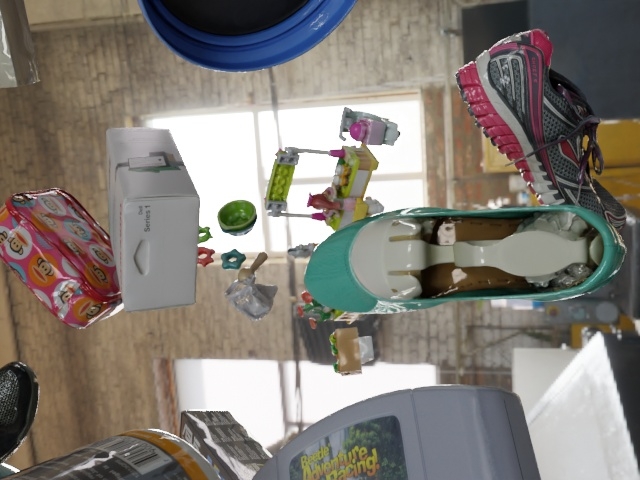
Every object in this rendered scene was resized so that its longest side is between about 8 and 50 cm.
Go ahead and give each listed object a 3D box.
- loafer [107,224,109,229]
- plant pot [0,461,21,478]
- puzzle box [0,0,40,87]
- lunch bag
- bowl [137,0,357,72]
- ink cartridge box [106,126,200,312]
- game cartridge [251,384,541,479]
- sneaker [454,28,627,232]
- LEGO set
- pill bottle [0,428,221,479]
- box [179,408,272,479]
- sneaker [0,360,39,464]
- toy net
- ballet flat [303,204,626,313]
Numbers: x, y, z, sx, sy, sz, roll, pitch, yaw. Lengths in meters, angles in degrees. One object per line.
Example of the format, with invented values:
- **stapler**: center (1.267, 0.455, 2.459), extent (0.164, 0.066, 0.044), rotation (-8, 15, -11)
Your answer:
- **loafer**: center (-0.345, 0.012, 1.325), extent (0.125, 0.039, 0.045), rotation (54, 172, 10)
- **plant pot**: center (-0.533, 0.500, 1.177), extent (0.195, 0.290, 0.290), rotation (21, -116, -38)
- **puzzle box**: center (-0.614, -0.358, 1.066), extent (0.052, 0.408, 0.272), rotation (-43, -47, -60)
- **lunch bag**: center (-0.500, 0.029, 1.459), extent (0.293, 0.120, 0.258), rotation (46, -167, 2)
- **bowl**: center (-0.097, -0.439, 1.085), extent (0.077, 0.391, 0.391), rotation (59, 176, 34)
- **ink cartridge box**: center (-0.221, -0.033, 0.932), extent (0.219, 0.092, 0.160), rotation (-124, 36, -53)
- **game cartridge**: center (0.040, 0.224, 0.543), extent (0.060, 0.294, 0.196), rotation (20, -130, -32)
- **sneaker**: center (0.284, -0.109, 0.848), extent (0.299, 0.112, 0.121), rotation (44, -152, -27)
- **LEGO set**: center (0.000, 0.000, 0.772), extent (0.132, 0.107, 0.287), rotation (-150, 65, -64)
- **pill bottle**: center (-0.192, 0.234, 0.464), extent (0.278, 0.162, 0.162), rotation (-7, -85, -60)
- **box**: center (-0.121, 0.454, 1.024), extent (0.395, 0.097, 0.318), rotation (18, 102, 64)
- **sneaker**: center (-0.443, 0.247, 0.876), extent (0.227, 0.087, 0.130), rotation (-51, -18, -4)
- **toy net**: center (-0.141, 0.032, 1.142), extent (0.045, 0.122, 0.232), rotation (82, 170, -46)
- **ballet flat**: center (0.099, 0.009, 0.540), extent (0.087, 0.247, 0.083), rotation (32, -126, -74)
